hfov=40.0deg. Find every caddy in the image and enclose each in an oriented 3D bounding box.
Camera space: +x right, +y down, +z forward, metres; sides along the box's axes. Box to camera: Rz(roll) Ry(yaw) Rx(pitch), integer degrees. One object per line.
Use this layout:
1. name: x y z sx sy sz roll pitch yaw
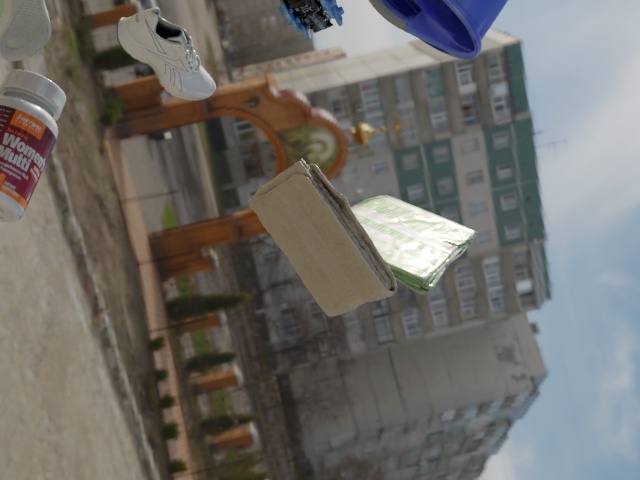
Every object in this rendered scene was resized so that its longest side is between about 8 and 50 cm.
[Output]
1. caddy: 0.153 -0.440 1.441 0.341 0.179 0.241 40 -2 -19

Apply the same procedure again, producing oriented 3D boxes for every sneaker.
1. sneaker: -0.354 -0.446 2.137 0.297 0.129 0.111 37 46 -42
2. sneaker: -0.533 -0.438 1.529 0.151 0.094 0.256 64 -30 21

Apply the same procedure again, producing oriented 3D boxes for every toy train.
1. toy train: -0.023 -0.366 1.292 0.184 0.080 0.105 4 67 -76

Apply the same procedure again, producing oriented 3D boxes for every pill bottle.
1. pill bottle: -0.486 -0.149 1.377 0.121 0.121 0.221 84 20 -67

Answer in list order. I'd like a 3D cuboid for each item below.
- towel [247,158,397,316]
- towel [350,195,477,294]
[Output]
1. towel: 0.000 0.000 1.554 0.187 0.049 0.282 -26 -81 50
2. towel: 0.155 -0.004 1.733 0.325 0.248 0.038 -35 145 -58
